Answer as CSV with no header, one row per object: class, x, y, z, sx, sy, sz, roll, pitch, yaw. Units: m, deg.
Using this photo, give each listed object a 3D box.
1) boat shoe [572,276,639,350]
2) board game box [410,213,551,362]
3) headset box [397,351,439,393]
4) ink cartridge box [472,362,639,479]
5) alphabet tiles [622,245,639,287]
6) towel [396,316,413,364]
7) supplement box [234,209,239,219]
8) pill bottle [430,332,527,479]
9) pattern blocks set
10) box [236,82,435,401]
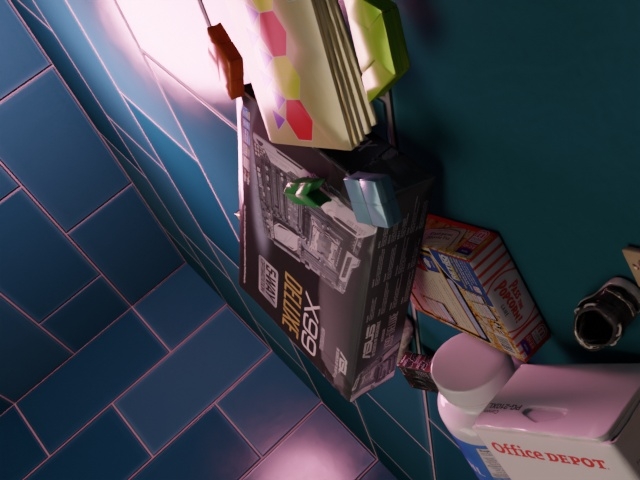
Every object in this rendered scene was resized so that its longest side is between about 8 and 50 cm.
boat shoe,0.236,0.072,0.597,0.046,0.038,0.125,45,165,16
board game box,0.144,0.040,0.774,0.146,0.045,0.193,57,164,-27
headset box,0.175,0.214,1.124,0.083,0.032,0.062,5,139,43
ink cartridge box,0.283,0.231,0.653,0.237,0.100,0.172,53,152,-10
alphabet tiles,0.330,0.110,0.481,0.237,0.009,0.198,55,164,-24
towel,0.045,0.089,1.194,0.282,0.049,0.187,44,166,19
supplement box,-0.083,-0.044,1.152,0.056,0.083,0.083,54,166,-22
pill bottle,0.217,0.214,0.854,0.124,0.124,0.221,27,154,55
pattern blocks set,-0.025,-0.169,0.609,0.285,0.026,0.324,26,136,48
box,0.000,0.000,0.808,0.242,0.077,0.307,43,143,35
